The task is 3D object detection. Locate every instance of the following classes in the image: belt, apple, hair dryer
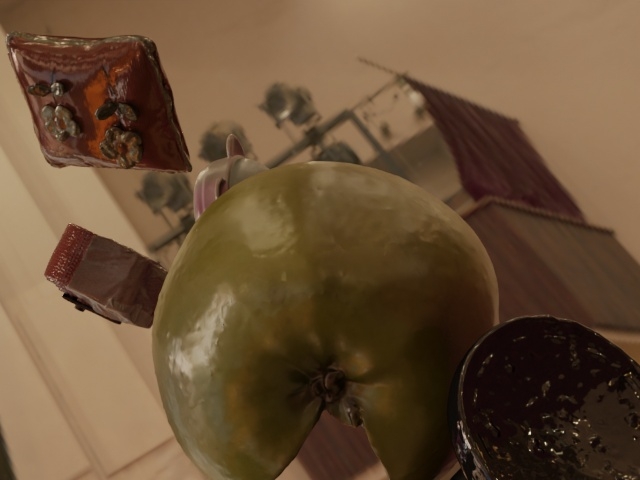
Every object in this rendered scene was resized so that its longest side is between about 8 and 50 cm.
[{"bbox_3d":[-0.342,0.066,1.842,0.128,0.201,0.124,74,-139,-79],"label":"belt"},{"bbox_3d":[0.007,0.081,0.927,0.292,0.292,0.254,-40,11,6],"label":"apple"},{"bbox_3d":[0.049,0.209,0.801,0.284,0.155,0.320,-10,-30,-36],"label":"hair dryer"}]

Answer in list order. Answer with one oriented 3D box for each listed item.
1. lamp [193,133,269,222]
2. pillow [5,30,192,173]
[{"bbox_3d":[-0.079,0.000,1.437,0.108,0.179,0.246,-7,-56,14],"label":"lamp"},{"bbox_3d":[-0.233,-0.136,1.183,0.075,0.179,0.171,-61,-31,-45],"label":"pillow"}]
